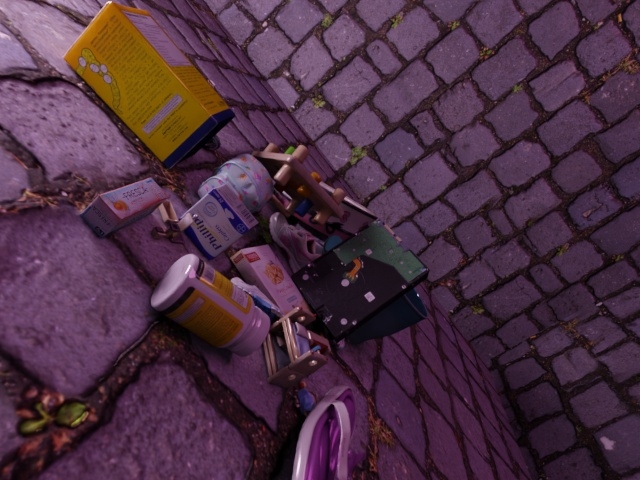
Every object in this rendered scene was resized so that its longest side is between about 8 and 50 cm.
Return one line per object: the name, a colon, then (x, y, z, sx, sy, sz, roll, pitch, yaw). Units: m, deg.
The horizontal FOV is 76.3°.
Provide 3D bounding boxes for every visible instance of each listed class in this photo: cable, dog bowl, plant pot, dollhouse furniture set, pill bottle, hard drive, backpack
cable: (-0.412, -0.371, 1.350, 0.184, 0.047, 0.151, 32, 32, -54)
dog bowl: (0.014, -0.133, 1.602, 0.407, 0.150, 0.408, 30, 9, -5)
plant pot: (0.181, 0.211, 1.379, 0.272, 0.255, 0.272, 48, 16, -19)
dollhouse furniture set: (-0.327, -0.065, 0.900, 0.114, 0.081, 0.091, 60, 18, 21)
pill bottle: (-0.203, 0.131, 0.782, 0.208, 0.119, 0.119, 44, 20, -28)
hard drive: (0.116, 0.108, 1.202, 0.237, 0.338, 0.064, 50, -14, 26)
backpack: (-0.228, -0.137, 1.116, 0.166, 0.188, 0.144, 54, 33, -3)
dollhouse furniture set: (-0.026, 0.266, 0.959, 0.183, 0.129, 0.129, 37, 24, -42)

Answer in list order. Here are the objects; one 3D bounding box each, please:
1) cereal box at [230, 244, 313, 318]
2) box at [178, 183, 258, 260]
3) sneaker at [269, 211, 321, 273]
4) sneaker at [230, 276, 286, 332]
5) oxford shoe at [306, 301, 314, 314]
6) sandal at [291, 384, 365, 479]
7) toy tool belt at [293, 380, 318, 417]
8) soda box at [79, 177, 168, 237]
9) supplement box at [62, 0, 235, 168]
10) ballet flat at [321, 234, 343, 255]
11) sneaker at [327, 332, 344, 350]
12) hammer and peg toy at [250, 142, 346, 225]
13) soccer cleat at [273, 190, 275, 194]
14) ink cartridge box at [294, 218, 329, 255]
cereal box: (-0.126, 0.124, 1.109, 0.240, 0.047, 0.173, 55, 16, 6)
box: (-0.245, -0.043, 0.975, 0.126, 0.137, 0.072, 51, 19, -7)
sneaker: (-0.076, 0.001, 1.368, 0.252, 0.111, 0.103, 57, 18, 13)
sneaker: (-0.146, 0.152, 0.979, 0.191, 0.071, 0.083, 45, 13, -24)
oxford shoe: (0.004, 0.171, 1.322, 0.076, 0.076, 0.212, 47, 16, 10)
sandal: (0.037, 0.404, 0.813, 0.416, 0.102, 0.170, -34, 114, -74)
toy tool belt: (-0.035, 0.351, 0.904, 0.051, 0.052, 0.083, 41, 19, -58)
soda box: (-0.380, -0.070, 0.806, 0.058, 0.063, 0.183, 50, 17, -9)
supplement box: (-0.435, -0.403, 1.086, 0.357, 0.195, 0.194, 49, 18, -15)
ballet flat: (0.031, 0.075, 1.369, 0.083, 0.087, 0.247, 27, 30, -13)
sneaker: (0.045, 0.284, 1.259, 0.069, 0.038, 0.098, 47, 18, -20)
hammer and peg toy: (-0.097, -0.181, 1.277, 0.266, 0.127, 0.361, 44, -13, -33)
soccer cleat: (-0.202, -0.194, 1.484, 0.060, 0.072, 0.179, 57, 18, 12)
ink cartridge box: (0.000, 0.000, 1.546, 0.223, 0.045, 0.223, 29, 19, -8)
